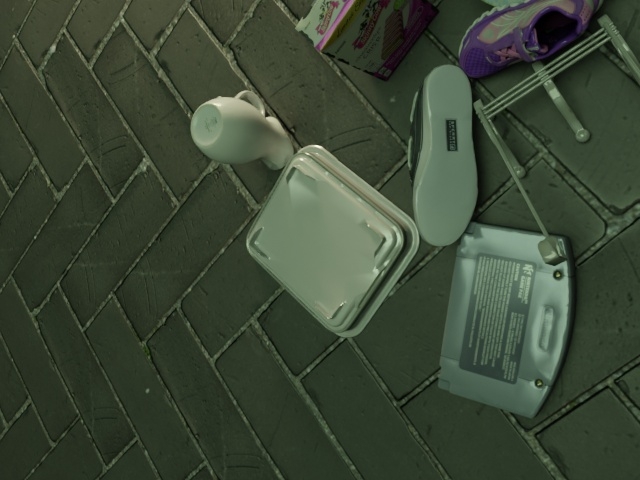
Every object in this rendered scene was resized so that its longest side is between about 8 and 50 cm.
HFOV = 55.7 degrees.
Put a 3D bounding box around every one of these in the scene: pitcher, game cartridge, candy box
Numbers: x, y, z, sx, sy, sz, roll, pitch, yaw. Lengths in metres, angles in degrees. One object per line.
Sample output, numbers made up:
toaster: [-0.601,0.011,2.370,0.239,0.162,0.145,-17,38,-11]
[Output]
pitcher: [-0.162,-0.232,1.201,0.126,0.207,0.177,-32,73,29]
game cartridge: [0.308,0.127,0.995,0.198,0.062,0.297,11,97,28]
candy box: [0.086,-0.372,1.020,0.071,0.233,0.159,49,115,23]

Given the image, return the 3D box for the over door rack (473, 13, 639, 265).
over door rack: [0.387,-0.139,0.888,0.240,0.108,0.324,-33,53,29]

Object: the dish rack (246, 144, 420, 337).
dish rack: [0.000,0.000,1.183,0.333,0.072,0.285,41,111,24]

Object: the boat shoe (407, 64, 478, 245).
boat shoe: [0.196,-0.139,1.036,0.102,0.108,0.301,170,99,-77]

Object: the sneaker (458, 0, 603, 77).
sneaker: [0.309,-0.310,0.925,0.236,0.095,0.104,-22,39,44]

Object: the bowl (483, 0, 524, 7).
bowl: [0.329,-0.503,0.886,0.290,0.289,0.156,-8,45,33]
